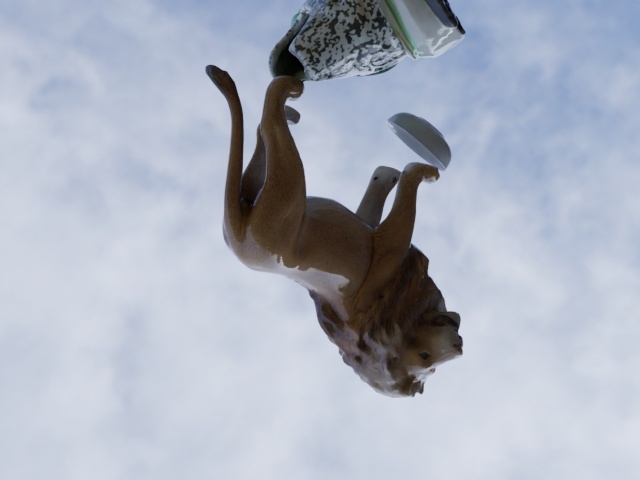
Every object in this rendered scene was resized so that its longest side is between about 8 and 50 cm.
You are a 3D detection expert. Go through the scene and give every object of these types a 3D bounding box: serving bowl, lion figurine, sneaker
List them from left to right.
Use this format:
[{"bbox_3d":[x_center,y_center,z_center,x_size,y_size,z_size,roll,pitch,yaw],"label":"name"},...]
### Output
[{"bbox_3d":[0.000,0.000,1.600,0.392,0.142,0.240,27,-103,-33],"label":"lion figurine"},{"bbox_3d":[0.018,-0.233,1.611,0.182,0.410,0.158,-29,-83,1],"label":"sneaker"},{"bbox_3d":[0.110,-0.110,1.647,0.083,0.083,0.027,40,-92,0],"label":"serving bowl"}]
